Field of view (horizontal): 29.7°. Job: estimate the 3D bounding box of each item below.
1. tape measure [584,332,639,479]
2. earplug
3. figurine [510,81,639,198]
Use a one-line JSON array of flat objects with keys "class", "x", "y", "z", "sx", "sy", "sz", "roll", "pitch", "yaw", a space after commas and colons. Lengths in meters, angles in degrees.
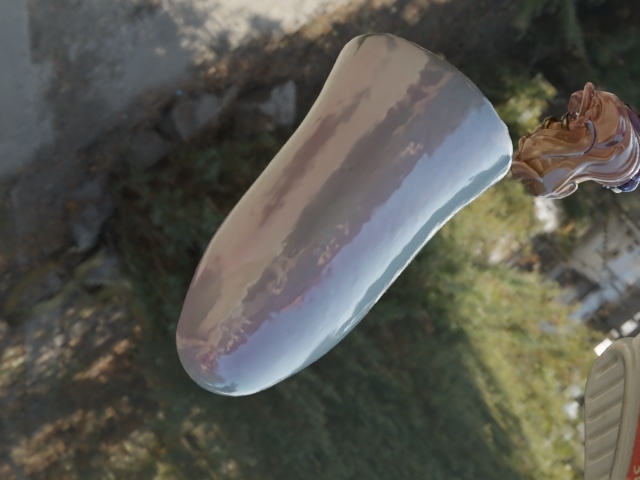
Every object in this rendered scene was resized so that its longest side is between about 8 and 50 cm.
[{"class": "tape measure", "x": 0.370, "y": 0.206, "z": 1.221, "sx": 0.265, "sy": 0.130, "sz": 0.258, "roll": -45, "pitch": -154, "yaw": 46}, {"class": "earplug", "x": 0.000, "y": 0.000, "z": 0.959, "sx": 0.301, "sy": 0.172, "sz": 0.172, "roll": -51, "pitch": 168, "yaw": -20}, {"class": "figurine", "x": 0.280, "y": -0.102, "z": 1.292, "sx": 0.157, "sy": 0.126, "sz": 0.114, "roll": -10, "pitch": 161, "yaw": -36}]
